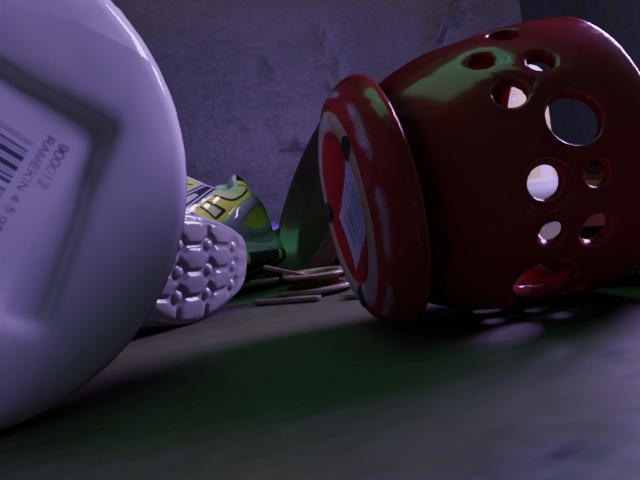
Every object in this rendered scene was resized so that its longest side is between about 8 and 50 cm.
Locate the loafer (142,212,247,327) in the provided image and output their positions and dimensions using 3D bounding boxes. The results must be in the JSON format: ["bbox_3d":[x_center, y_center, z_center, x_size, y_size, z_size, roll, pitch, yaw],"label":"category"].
[{"bbox_3d":[-0.195,0.027,0.532,0.111,0.112,0.319,7,6,36],"label":"loafer"}]

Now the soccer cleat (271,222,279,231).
[{"bbox_3d":[-0.164,0.015,1.089,0.318,0.109,0.116,-7,5,-45],"label":"soccer cleat"}]

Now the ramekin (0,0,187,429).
[{"bbox_3d":[-0.204,-0.031,0.310,0.135,0.277,0.277,4,10,41],"label":"ramekin"}]

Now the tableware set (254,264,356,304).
[{"bbox_3d":[0.040,0.032,0.638,0.194,0.039,0.128,-7,2,30],"label":"tableware set"}]

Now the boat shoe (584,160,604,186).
[{"bbox_3d":[0.248,-0.059,0.438,0.152,0.049,0.056,-6,3,45],"label":"boat shoe"}]

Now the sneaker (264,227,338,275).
[{"bbox_3d":[0.000,0.000,1.005,0.227,0.087,0.130,-14,9,-2],"label":"sneaker"}]

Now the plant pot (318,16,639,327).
[{"bbox_3d":[0.095,-0.043,0.414,0.174,0.191,0.191,-12,3,-9],"label":"plant pot"}]

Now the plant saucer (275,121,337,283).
[{"bbox_3d":[0.008,-0.070,0.826,0.041,0.278,0.278,20,-7,-18],"label":"plant saucer"}]

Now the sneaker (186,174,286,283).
[{"bbox_3d":[-0.213,-0.004,0.722,0.145,0.147,0.384,-32,-16,33],"label":"sneaker"}]

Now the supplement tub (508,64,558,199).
[{"bbox_3d":[0.382,-0.192,1.323,0.241,0.331,0.241,-8,2,0],"label":"supplement tub"}]

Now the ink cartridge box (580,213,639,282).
[{"bbox_3d":[0.367,-0.023,0.495,0.332,0.065,0.165,-12,3,-37],"label":"ink cartridge box"}]

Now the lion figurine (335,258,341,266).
[{"bbox_3d":[0.128,-0.075,0.939,0.240,0.392,0.142,20,-41,-17],"label":"lion figurine"}]
